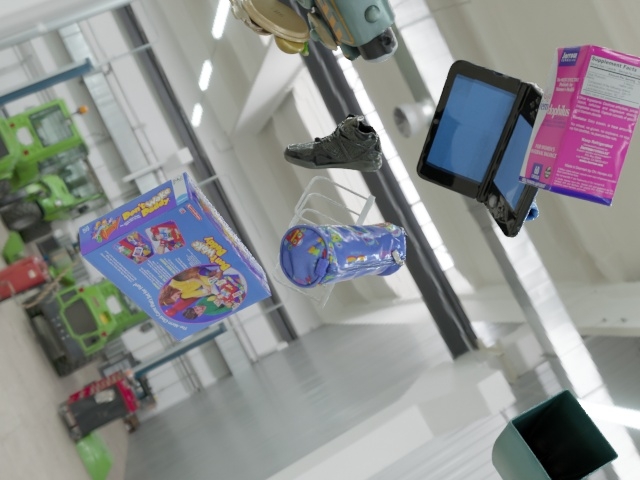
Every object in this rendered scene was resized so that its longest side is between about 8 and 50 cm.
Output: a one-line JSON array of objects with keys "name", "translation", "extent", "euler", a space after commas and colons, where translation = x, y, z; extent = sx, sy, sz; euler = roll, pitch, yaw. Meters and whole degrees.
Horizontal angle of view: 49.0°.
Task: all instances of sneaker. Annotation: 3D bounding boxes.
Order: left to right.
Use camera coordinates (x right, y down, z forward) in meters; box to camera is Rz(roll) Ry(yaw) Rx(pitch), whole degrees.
[{"name": "sneaker", "translation": [0.028, -0.229, 1.599], "extent": [0.087, 0.227, 0.130], "euler": [-79, 170, -57]}, {"name": "sneaker", "translation": [0.567, -0.109, 1.981], "extent": [0.240, 0.091, 0.126], "euler": [4, 67, -62]}]

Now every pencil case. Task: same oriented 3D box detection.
[{"name": "pencil case", "translation": [0.058, 0.026, 1.411], "extent": [0.133, 0.306, 0.119], "euler": [26, -72, 35]}]

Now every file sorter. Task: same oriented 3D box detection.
[{"name": "file sorter", "translation": [0.000, 0.000, 1.868], "extent": [0.173, 0.193, 0.278], "euler": [25, -44, 3]}]

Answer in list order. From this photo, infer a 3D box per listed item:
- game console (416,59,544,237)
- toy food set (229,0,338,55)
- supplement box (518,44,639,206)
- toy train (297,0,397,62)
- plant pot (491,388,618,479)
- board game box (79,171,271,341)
[{"name": "game console", "translation": [0.347, -0.192, 1.479], "extent": [0.250, 0.173, 0.293], "euler": [-104, -156, -54]}, {"name": "toy food set", "translation": [-0.075, -0.349, 1.135], "extent": [0.038, 0.192, 0.132], "euler": [-56, -137, 33]}, {"name": "supplement box", "translation": [0.403, -0.177, 1.075], "extent": [0.111, 0.114, 0.220], "euler": [-124, -133, -75]}, {"name": "toy train", "translation": [0.024, -0.452, 1.207], "extent": [0.334, 0.142, 0.190], "euler": [57, -6, -36]}, {"name": "plant pot", "translation": [0.477, 0.464, 1.511], "extent": [0.165, 0.165, 0.234], "euler": [58, -24, 26]}, {"name": "board game box", "translation": [-0.279, 0.047, 1.407], "extent": [0.347, 0.233, 0.078], "euler": [58, 8, -48]}]
